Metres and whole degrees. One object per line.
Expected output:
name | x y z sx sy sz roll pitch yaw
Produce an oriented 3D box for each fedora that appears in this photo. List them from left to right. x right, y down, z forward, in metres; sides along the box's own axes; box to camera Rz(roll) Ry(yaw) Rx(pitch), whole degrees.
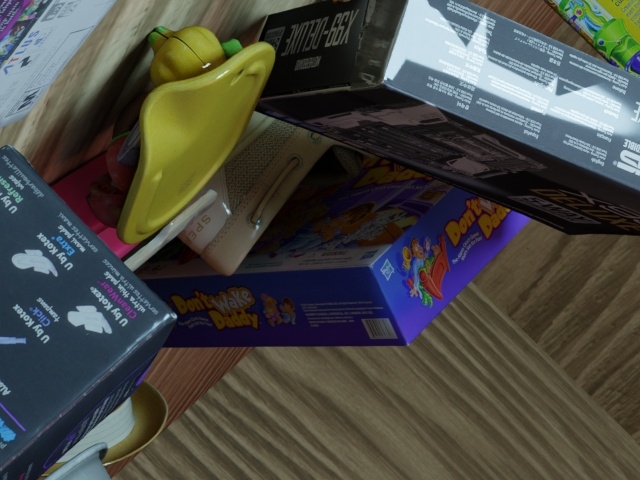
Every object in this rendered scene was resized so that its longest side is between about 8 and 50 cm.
fedora | -0.221 0.121 1.334 0.194 0.194 0.079 -38 135 -57

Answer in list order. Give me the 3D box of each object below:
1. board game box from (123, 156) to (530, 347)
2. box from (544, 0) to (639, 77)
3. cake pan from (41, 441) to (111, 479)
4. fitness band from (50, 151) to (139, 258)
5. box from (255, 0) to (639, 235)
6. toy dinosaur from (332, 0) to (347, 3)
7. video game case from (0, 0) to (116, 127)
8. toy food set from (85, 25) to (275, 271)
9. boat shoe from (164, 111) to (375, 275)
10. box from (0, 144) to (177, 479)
board game box | 0.000 0.000 1.457 0.347 0.078 0.233 -5 -152 45
box | 0.280 -0.292 1.202 0.290 0.279 0.177 -47 174 28
cake pan | -0.232 0.250 1.068 0.293 0.054 0.293 -44 176 -4
fitness band | -0.187 0.019 1.191 0.209 0.054 0.291 -49 175 35
box | 0.130 -0.083 1.152 0.242 0.307 0.076 5 -104 66
toy dinosaur | 0.127 -0.268 0.980 0.218 0.164 0.322 -87 -161 -74
video game case | -0.118 -0.125 0.649 0.232 0.042 0.210 -48 175 23
toy food set | -0.106 -0.068 1.050 0.128 0.071 0.218 -44 171 -34
boat shoe | -0.005 -0.093 1.428 0.341 0.110 0.121 -42 174 -30
box | -0.235 0.100 0.925 0.270 0.143 0.165 -43 175 -25
